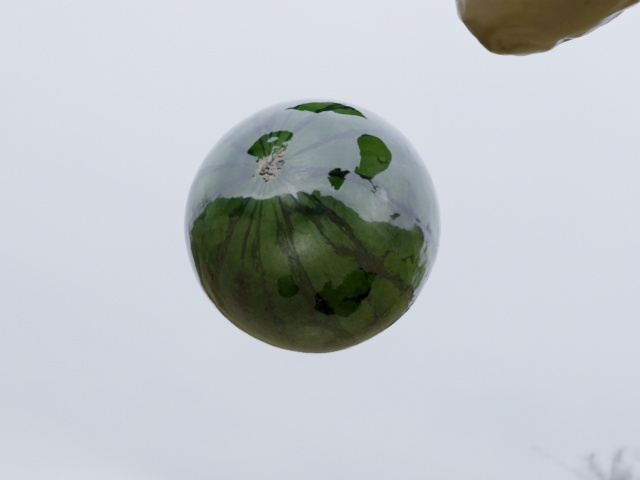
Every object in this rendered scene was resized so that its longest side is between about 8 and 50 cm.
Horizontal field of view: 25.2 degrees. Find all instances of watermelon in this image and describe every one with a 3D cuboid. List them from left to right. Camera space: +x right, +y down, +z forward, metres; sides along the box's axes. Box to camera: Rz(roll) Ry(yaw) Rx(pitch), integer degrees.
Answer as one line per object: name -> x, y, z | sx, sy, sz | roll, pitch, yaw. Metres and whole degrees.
watermelon -> 0.001, -0.003, 0.549 | 0.109, 0.109, 0.109 | 12, -20, 5

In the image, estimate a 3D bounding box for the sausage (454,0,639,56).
sausage -> 0.154, -0.146, 0.432 | 0.066, 0.066, 0.301 | 26, -43, -31
